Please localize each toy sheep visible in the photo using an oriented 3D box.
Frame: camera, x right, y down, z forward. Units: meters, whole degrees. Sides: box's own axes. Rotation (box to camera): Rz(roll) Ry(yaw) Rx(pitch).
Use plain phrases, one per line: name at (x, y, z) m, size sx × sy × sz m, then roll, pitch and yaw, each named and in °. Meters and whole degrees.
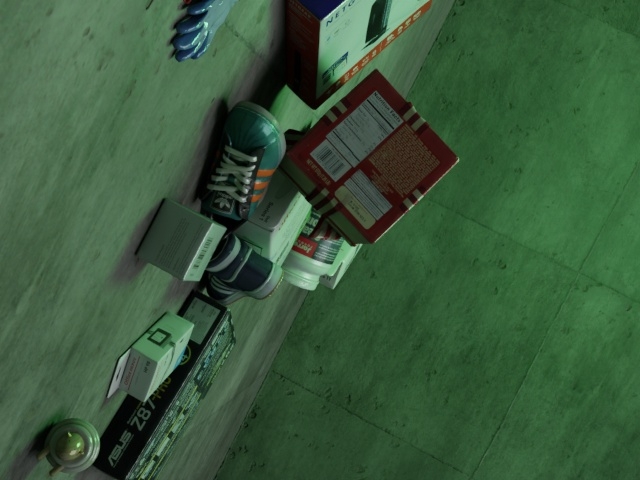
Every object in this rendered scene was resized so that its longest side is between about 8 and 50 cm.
toy sheep at (-0.383, 0.316, 1.253) m, size 0.091 × 0.091 × 0.132 m, roll -62°, pitch -173°, yaw -10°

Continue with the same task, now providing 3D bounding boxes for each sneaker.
sneaker at (-0.136, -0.103, 1.364) m, size 0.302 × 0.108 × 0.121 m, roll 109°, pitch 7°, yaw -58°
sneaker at (-0.197, 0.050, 1.624) m, size 0.282 × 0.153 × 0.099 m, roll -11°, pitch -132°, yaw 59°

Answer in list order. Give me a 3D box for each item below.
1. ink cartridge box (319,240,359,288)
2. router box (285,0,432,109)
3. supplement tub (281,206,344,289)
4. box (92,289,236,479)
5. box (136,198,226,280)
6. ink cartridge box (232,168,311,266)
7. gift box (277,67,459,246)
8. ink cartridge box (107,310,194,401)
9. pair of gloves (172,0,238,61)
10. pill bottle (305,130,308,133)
ink cartridge box at (0.000, 0.000, 2.330) m, size 0.353 × 0.207 × 0.119 m, roll -53°, pitch 167°, yaw -49°
router box at (0.081, -0.430, 1.470) m, size 0.335 × 0.082 × 0.301 m, roll -43°, pitch 168°, yaw -14°
supplement tub at (-0.030, -0.031, 2.063) m, size 0.272 × 0.191 × 0.191 m, roll -64°, pitch 173°, yaw 6°
box at (-0.315, 0.329, 1.734) m, size 0.394 × 0.097 × 0.318 m, roll -61°, pitch 171°, yaw -18°
box at (-0.214, 0.001, 1.268) m, size 0.101 × 0.087 × 0.102 m, roll -63°, pitch 174°, yaw -1°
ink cartridge box at (-0.105, -0.061, 1.710) m, size 0.201 × 0.117 × 0.278 m, roll -60°, pitch 172°, yaw -24°
gift box at (0.054, -0.136, 1.495) m, size 0.276 × 0.255 × 0.258 m, roll -39°, pitch -176°, yaw -5°
ink cartridge box at (-0.310, 0.221, 1.500) m, size 0.104 × 0.060 × 0.180 m, roll -66°, pitch 172°, yaw 29°
pair of gloves at (-0.129, -0.314, 0.985) m, size 0.159 × 0.023 × 0.198 m, roll -60°, pitch 174°, yaw -33°
pill bottle at (-0.015, -0.183, 1.910) m, size 0.215 × 0.117 × 0.117 m, roll -57°, pitch 171°, yaw -41°
